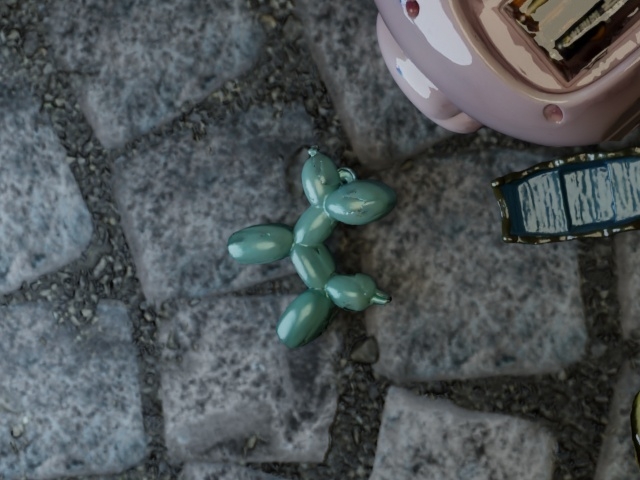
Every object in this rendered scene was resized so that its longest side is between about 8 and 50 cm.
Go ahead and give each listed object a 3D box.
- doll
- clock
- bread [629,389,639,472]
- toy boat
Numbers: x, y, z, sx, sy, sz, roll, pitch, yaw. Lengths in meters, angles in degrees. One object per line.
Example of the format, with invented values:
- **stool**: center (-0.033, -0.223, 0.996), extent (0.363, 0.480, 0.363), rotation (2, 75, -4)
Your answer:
- **doll**: center (0.000, 0.000, 1.467), extent (0.158, 0.059, 0.159), rotation (-26, 86, 18)
- **clock**: center (0.172, -0.271, 1.295), extent (0.368, 0.250, 0.376), rotation (-42, 84, 15)
- **bread**: center (0.390, 0.201, 1.316), extent (0.263, 0.198, 0.236), rotation (-14, 83, 15)
- **toy boat**: center (0.239, -0.040, 1.387), extent (0.185, 0.077, 0.075), rotation (-9, 92, 16)
